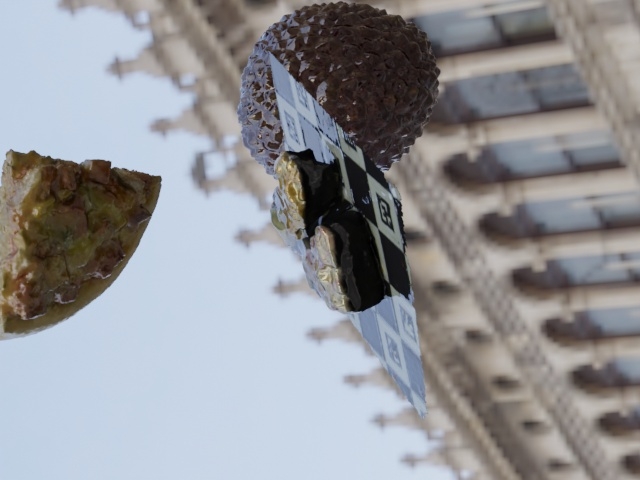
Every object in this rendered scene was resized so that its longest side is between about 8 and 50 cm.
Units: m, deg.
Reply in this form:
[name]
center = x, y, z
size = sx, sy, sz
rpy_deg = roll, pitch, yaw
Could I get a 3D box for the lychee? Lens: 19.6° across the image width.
[lychee]
center = 0.023, -0.135, 1.735
size = 0.188, 0.188, 0.188
rpy_deg = 20, -113, -59

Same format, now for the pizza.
[pizza]
center = -0.186, -0.005, 1.328
size = 0.175, 0.046, 0.134
rpy_deg = -54, -45, -21

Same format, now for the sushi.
[sushi]
center = 0.000, 0.000, 1.204
size = 0.210, 0.040, 0.192
rpy_deg = -128, 23, -50
